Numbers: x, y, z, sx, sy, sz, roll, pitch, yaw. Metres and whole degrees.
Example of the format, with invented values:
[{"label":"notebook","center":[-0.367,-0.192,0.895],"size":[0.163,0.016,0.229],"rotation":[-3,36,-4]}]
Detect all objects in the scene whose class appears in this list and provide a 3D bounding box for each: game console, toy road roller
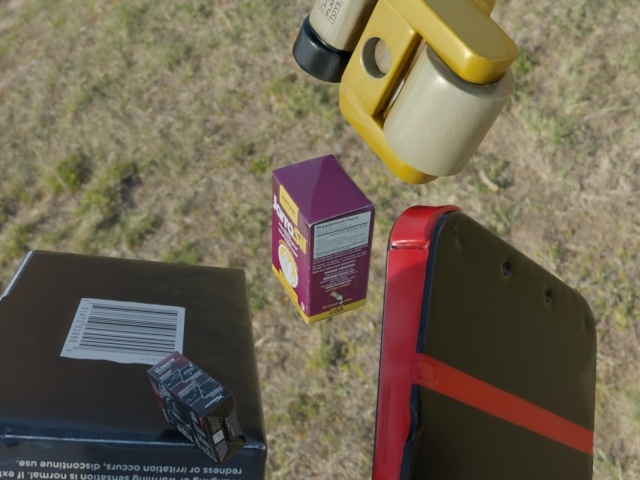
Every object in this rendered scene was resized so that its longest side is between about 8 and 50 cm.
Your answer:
[{"label":"game console","center":[0.185,0.169,0.941],"size":[0.060,0.386,0.342],"rotation":[-8,65,41]},{"label":"toy road roller","center":[0.144,-0.253,1.148],"size":[0.240,0.202,0.329],"rotation":[-16,59,-36]}]

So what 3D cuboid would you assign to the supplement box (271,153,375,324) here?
[{"label":"supplement box","center":[0.000,0.000,0.537],"size":[0.043,0.083,0.055],"rotation":[-17,45,-20]}]

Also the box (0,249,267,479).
[{"label":"box","center":[-0.236,0.311,1.012],"size":[0.297,0.472,0.480],"rotation":[6,17,-9]}]

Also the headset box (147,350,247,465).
[{"label":"headset box","center":[-0.102,0.132,0.723],"size":[0.032,0.062,0.083],"rotation":[-34,43,-28]}]
